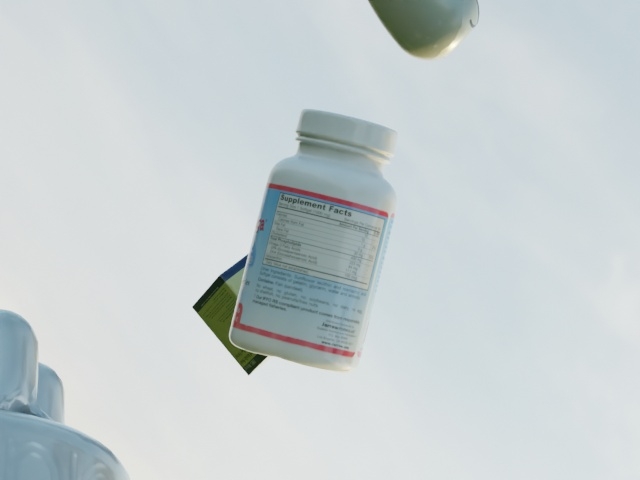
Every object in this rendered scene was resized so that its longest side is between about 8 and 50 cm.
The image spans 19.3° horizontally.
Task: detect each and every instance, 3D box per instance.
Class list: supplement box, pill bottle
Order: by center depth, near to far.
[{"bbox_3d":[0.000,0.000,1.220,0.087,0.160,0.087,14,-2,0],"label":"pill bottle"},{"bbox_3d":[-0.059,0.064,1.713,0.083,0.056,0.083,50,-31,4],"label":"supplement box"}]

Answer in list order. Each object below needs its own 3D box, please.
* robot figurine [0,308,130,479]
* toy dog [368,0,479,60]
[{"bbox_3d":[-0.190,0.211,0.895,0.200,0.353,0.300,-4,-24,6],"label":"robot figurine"},{"bbox_3d":[0.039,-0.313,1.411,0.161,0.220,0.334,-31,-57,24],"label":"toy dog"}]
